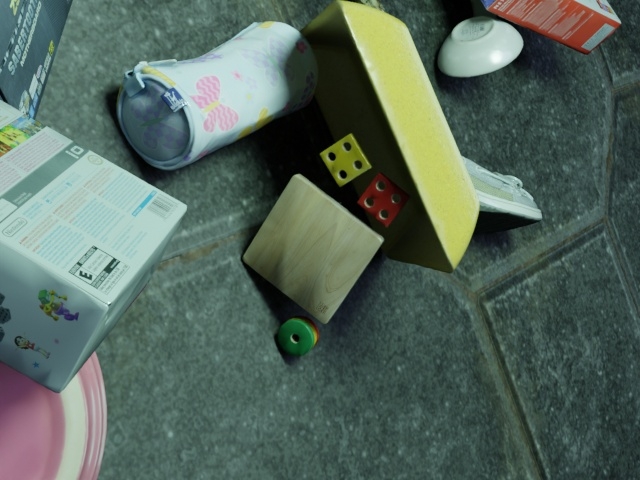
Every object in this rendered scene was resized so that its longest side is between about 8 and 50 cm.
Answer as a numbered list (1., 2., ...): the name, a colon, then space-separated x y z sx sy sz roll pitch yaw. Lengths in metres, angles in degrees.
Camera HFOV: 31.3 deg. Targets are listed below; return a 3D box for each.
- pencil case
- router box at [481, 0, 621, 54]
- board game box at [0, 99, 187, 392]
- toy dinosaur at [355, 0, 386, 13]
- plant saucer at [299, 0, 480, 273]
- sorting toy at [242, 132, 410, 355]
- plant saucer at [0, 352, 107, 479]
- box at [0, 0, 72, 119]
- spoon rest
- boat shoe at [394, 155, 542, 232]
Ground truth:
1. pencil case: -0.118 -0.178 1.361 0.124 0.113 0.273 51 41 6
2. router box: 0.318 -0.489 1.899 0.301 0.082 0.336 10 47 -46
3. board game box: -0.287 -0.032 0.944 0.303 0.098 0.224 31 21 -2
4. toy dinosaur: 0.021 -0.432 1.655 0.118 0.064 0.268 -7 79 -56
5. plant saucer: 0.088 -0.134 1.428 0.081 0.333 0.333 -25 96 -8
6. sorting toy: 0.000 0.000 1.372 0.132 0.275 0.046 37 24 10
7. plant saucer: -0.326 0.160 0.950 0.332 0.084 0.332 1 88 -33
8. box: -0.312 -0.240 1.133 0.183 0.059 0.233 80 16 -59
9. spoon rest: 0.259 -0.344 1.849 0.276 0.137 0.084 -80 153 -45
10. boat shoe: 0.214 -0.082 1.697 0.320 0.118 0.103 14 70 -37
